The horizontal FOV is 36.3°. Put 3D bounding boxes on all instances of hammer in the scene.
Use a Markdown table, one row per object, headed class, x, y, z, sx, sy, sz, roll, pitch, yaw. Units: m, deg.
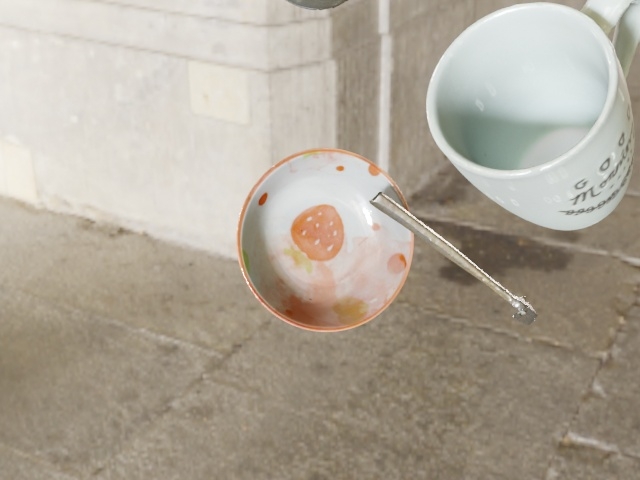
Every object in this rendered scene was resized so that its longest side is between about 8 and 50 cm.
| class | x | y | z | sx | sy | sz | roll | pitch | yaw |
| --- | --- | --- | --- | --- | --- | --- | --- | --- | --- |
| hammer | 0.192 | 0.024 | 1.396 | 0.297 | 0.027 | 0.125 | 37 | 10 | -7 |

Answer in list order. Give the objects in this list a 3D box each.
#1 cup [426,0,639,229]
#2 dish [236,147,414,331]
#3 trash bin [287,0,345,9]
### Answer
| class | x | y | z | sx | sy | sz | roll | pitch | yaw |
| --- | --- | --- | --- | --- | --- | --- | --- | --- | --- |
| cup | 0.261 | -0.140 | 1.022 | 0.186 | 0.258 | 0.234 | 39 | 3 | 33 |
| dish | 0.000 | 0.000 | 1.413 | 0.260 | 0.260 | 0.085 | -8 | 1 | -15 |
| trash bin | 0.031 | -0.473 | 1.418 | 0.252 | 0.203 | 0.301 | -21 | 2 | -17 |
